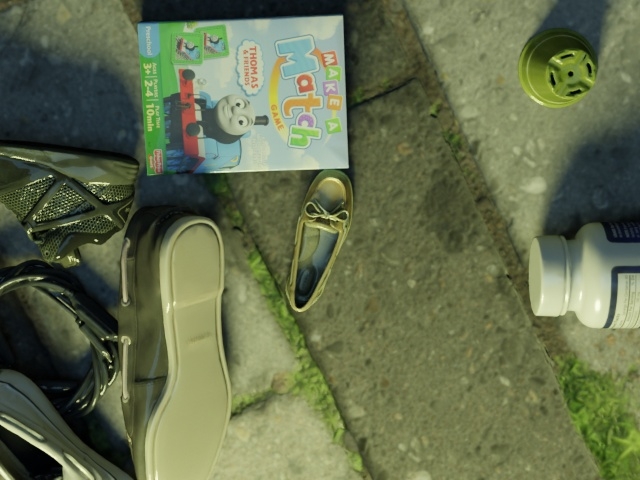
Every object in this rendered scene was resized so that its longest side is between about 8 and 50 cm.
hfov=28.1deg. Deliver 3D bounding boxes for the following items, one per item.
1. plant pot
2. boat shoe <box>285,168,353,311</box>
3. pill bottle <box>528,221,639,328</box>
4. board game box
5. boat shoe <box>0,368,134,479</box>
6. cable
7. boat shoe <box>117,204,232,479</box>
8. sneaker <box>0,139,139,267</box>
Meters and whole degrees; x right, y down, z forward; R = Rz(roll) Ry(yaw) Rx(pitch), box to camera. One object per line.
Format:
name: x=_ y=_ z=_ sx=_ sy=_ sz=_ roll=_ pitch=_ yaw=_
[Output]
plant pot: x=0.249 y=-0.173 z=1.304 sx=0.083 sy=0.079 sz=0.083 roll=0 pitch=101 yaw=0
boat shoe: x=-0.002 y=0.000 z=1.357 sx=0.056 sy=0.048 sz=0.153 roll=19 pitch=101 yaw=-4
pill bottle: x=0.316 y=0.036 z=1.331 sx=0.186 sy=0.112 sz=0.112 roll=0 pitch=102 yaw=0
board game box: x=-0.078 y=-0.152 z=1.331 sx=0.211 sy=0.039 sz=0.160 roll=-3 pitch=101 yaw=0
boat shoe: x=-0.281 y=0.257 z=1.373 sx=0.096 sy=0.088 sz=0.267 roll=-26 pitch=111 yaw=23
cable: x=-0.304 y=0.107 z=1.387 sx=0.184 sy=0.047 sz=0.150 roll=41 pitch=104 yaw=-12
boat shoe: x=-0.163 y=0.124 z=1.371 sx=0.112 sy=0.095 sz=0.335 roll=-8 pitch=109 yaw=-42
sneaker: x=-0.310 y=-0.040 z=1.330 sx=0.227 sy=0.087 sz=0.130 roll=9 pitch=95 yaw=-7
